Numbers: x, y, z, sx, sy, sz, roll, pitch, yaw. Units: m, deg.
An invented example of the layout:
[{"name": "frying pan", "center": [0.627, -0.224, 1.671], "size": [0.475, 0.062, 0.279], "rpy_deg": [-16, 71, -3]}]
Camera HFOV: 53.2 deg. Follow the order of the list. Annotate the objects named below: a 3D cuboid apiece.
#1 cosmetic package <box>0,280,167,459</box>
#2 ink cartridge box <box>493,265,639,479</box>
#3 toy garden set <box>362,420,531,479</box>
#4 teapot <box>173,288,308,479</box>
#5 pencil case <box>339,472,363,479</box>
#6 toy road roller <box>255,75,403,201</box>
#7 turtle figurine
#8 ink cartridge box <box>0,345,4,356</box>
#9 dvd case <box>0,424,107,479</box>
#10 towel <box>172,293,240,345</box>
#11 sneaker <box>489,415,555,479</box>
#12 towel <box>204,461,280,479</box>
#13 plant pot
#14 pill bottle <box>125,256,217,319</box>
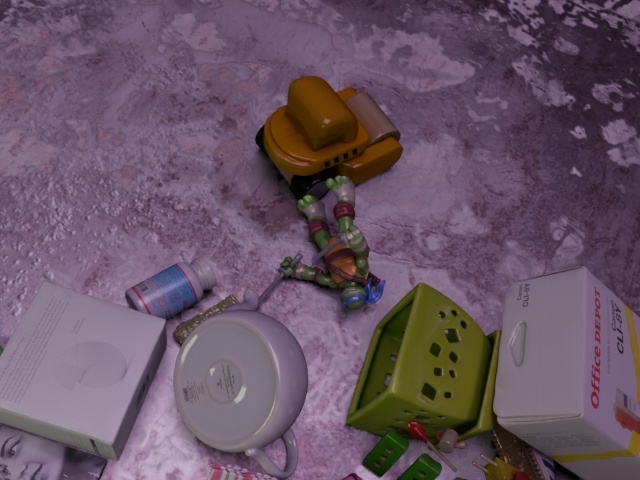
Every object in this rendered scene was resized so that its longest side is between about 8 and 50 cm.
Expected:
[{"name": "cosmetic package", "center": [-0.410, 0.222, 1.093], "size": [0.224, 0.138, 0.224], "rpy_deg": [19, 58, -2]}, {"name": "ink cartridge box", "center": [0.500, 0.264, 1.147], "size": [0.384, 0.160, 0.279], "rpy_deg": [35, 54, -28]}, {"name": "toy garden set", "center": [0.221, 0.393, 1.095], "size": [0.244, 0.204, 0.049], "rpy_deg": [35, 41, 8]}, {"name": "teapot", "center": [-0.116, 0.245, 1.120], "size": [0.252, 0.187, 0.256], "rpy_deg": [26, 93, 27]}, {"name": "pencil case", "center": [0.088, 0.494, 1.069], "size": [0.209, 0.098, 0.095], "rpy_deg": [47, 17, 16]}, {"name": "toy road roller", "center": [0.031, -0.250, 1.405], "size": [0.329, 0.240, 0.202], "rpy_deg": [-27, 69, -24]}, {"name": "turtle figurine", "center": [0.000, 0.000, 1.279], "size": [0.274, 0.198, 0.266], "rpy_deg": [2, 55, -15]}, {"name": "ink cartridge box", "center": [-0.692, 0.215, 1.050], "size": [0.198, 0.115, 0.273], "rpy_deg": [41, 60, 13]}, {"name": "dvd case", "center": [-0.487, 0.404, 1.040], "size": [0.221, 0.018, 0.165], "rpy_deg": [18, 58, -1]}, {"name": "towel", "center": [-0.197, 0.178, 1.230], "size": [0.148, 0.027, 0.110], "rpy_deg": [-31, 71, -27]}, {"name": "sneaker", "center": [0.399, 0.397, 1.184], "size": [0.153, 0.099, 0.282], "rpy_deg": [-5, 79, -45]}, {"name": "towel", "center": [-0.106, 0.457, 1.044], "size": [0.197, 0.029, 0.144], "rpy_deg": [17, 90, -2]}, {"name": "plant pot", "center": [0.201, 0.248, 1.164], "size": [0.207, 0.228, 0.227], "rpy_deg": [25, 57, -5]}, {"name": "pill bottle", "center": [-0.283, 0.097, 1.224], "size": [0.160, 0.087, 0.087], "rpy_deg": [-30, 70, -25]}]
